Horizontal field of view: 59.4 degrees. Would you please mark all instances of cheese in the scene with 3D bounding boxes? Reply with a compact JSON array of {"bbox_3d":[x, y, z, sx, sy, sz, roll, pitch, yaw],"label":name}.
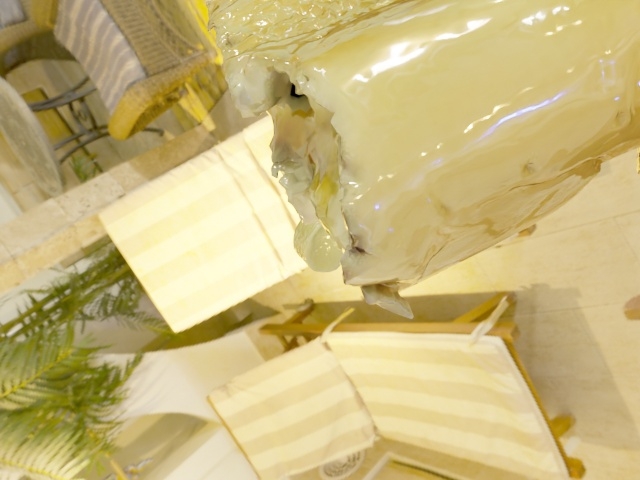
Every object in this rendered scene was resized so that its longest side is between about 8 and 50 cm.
[{"bbox_3d":[0.000,0.000,1.252,0.094,0.123,0.167,22,-176,-16],"label":"cheese"}]

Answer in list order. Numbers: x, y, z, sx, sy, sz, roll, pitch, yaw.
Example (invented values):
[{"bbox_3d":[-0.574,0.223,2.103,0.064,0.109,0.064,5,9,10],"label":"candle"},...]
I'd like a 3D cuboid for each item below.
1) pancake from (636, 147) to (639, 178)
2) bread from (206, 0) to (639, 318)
[{"bbox_3d":[0.586,-0.215,0.882,0.057,0.265,0.244,11,163,-3],"label":"pancake"},{"bbox_3d":[0.137,-0.139,0.473,0.361,0.394,0.250,-115,0,-48],"label":"bread"}]
